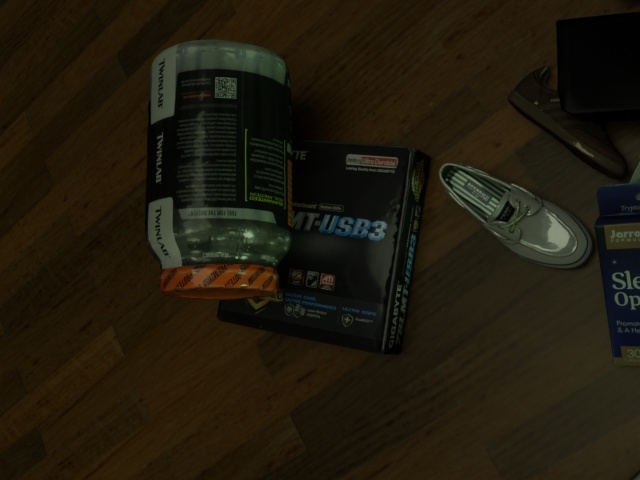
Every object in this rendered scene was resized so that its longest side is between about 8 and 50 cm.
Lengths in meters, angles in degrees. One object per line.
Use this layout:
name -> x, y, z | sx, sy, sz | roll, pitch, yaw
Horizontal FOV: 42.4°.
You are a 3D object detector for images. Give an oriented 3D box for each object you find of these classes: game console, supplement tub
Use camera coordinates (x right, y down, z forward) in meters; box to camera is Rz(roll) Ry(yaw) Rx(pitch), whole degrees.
game console -> 0.401, -0.325, 1.030 | 0.213, 0.044, 0.362 | -2, 78, 16
supplement tub -> -0.142, -0.092, 1.169 | 0.207, 0.207, 0.338 | -7, 78, 30

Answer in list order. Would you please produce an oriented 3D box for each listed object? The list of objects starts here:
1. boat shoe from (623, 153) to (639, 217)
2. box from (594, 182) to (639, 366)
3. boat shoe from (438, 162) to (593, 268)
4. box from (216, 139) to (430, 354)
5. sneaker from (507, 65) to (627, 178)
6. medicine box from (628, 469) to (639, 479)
boat shoe -> 0.430, -0.146, 0.922 | 0.114, 0.091, 0.303 | 31, 124, 10
box -> 0.396, 0.042, 0.953 | 0.136, 0.036, 0.225 | -4, 110, 31
boat shoe -> 0.246, -0.032, 1.086 | 0.226, 0.075, 0.083 | 31, 100, 30
box -> 0.000, 0.000, 1.233 | 0.295, 0.073, 0.294 | 9, 89, 31
sneaker -> 0.328, -0.157, 1.061 | 0.188, 0.066, 0.071 | 44, 101, 26
medicine box -> 0.408, 0.405, 0.892 | 0.263, 0.149, 0.289 | -49, 63, 16
